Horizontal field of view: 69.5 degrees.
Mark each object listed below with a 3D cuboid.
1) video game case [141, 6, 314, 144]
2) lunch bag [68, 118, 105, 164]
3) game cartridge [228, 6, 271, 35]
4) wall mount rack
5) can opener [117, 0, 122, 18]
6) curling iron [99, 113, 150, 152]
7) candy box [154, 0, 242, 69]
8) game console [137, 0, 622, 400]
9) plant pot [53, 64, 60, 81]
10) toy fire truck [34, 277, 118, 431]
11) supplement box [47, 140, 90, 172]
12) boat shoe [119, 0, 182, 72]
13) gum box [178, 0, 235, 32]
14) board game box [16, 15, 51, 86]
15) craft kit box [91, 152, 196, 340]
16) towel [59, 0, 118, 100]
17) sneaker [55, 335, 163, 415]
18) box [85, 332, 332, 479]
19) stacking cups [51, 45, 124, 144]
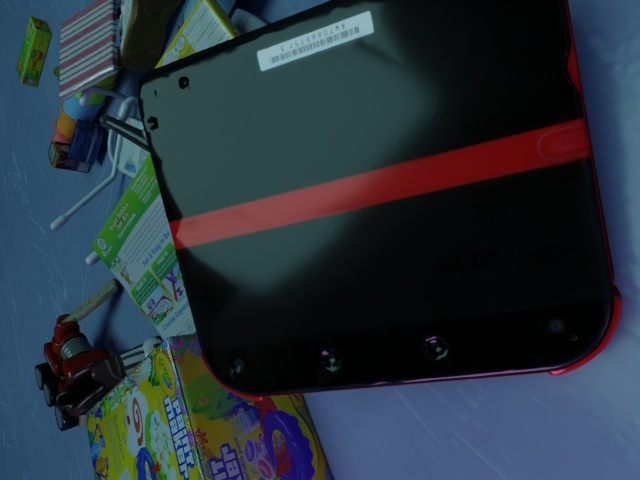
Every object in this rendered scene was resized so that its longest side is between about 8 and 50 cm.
[{"bbox_3d":[-0.074,-0.115,0.566,0.274,0.026,0.196,-26,93,22],"label":"video game case"},{"bbox_3d":[-0.540,-0.231,1.073,0.098,0.065,0.067,-56,39,27],"label":"lunch bag"},{"bbox_3d":[-0.090,-0.194,0.665,0.198,0.062,0.297,-53,55,32],"label":"game cartridge"},{"bbox_3d":[-0.403,-0.131,0.897,0.350,0.130,0.305,25,105,41],"label":"wall mount rack"},{"bbox_3d":[-0.462,-0.641,1.013,0.093,0.074,0.281,0,88,43],"label":"can opener"},{"bbox_3d":[-0.247,-0.134,0.737,0.274,0.068,0.035,35,133,11],"label":"curling iron"},{"bbox_3d":[-0.187,-0.240,0.678,0.205,0.027,0.105,-35,93,36],"label":"candy box"},{"bbox_3d":[0.032,-0.033,0.415,0.386,0.060,0.343,-12,93,19],"label":"game console"},{"bbox_3d":[-0.601,-0.380,1.134,0.083,0.083,0.079,-15,90,41],"label":"plant pot"},{"bbox_3d":[-0.489,0.224,0.969,0.217,0.158,0.247,29,118,40],"label":"toy fire truck"},{"bbox_3d":[-0.607,-0.202,1.119,0.043,0.083,0.055,-53,56,27],"label":"supplement box"},{"bbox_3d":[-0.322,-0.459,0.859,0.277,0.098,0.096,-52,57,29],"label":"boat shoe"},{"bbox_3d":[-0.168,-0.379,0.719,0.184,0.041,0.157,-51,36,28],"label":"gum box"},{"bbox_3d":[-0.885,-0.580,1.421,0.181,0.043,0.092,-54,55,26],"label":"board game box"},{"bbox_3d":[-0.221,0.027,0.713,0.247,0.061,0.250,50,123,2],"label":"craft kit box"},{"bbox_3d":[-0.453,-0.381,0.910,0.144,0.029,0.197,-17,70,21],"label":"towel"},{"bbox_3d":[-0.365,0.266,0.795,0.106,0.162,0.281,56,137,28],"label":"sneaker"},{"bbox_3d":[-0.155,0.308,0.615,0.279,0.176,0.290,-40,62,34],"label":"box"},{"bbox_3d":[-0.560,-0.325,1.073,0.316,0.096,0.096,-38,64,35],"label":"stacking cups"}]
